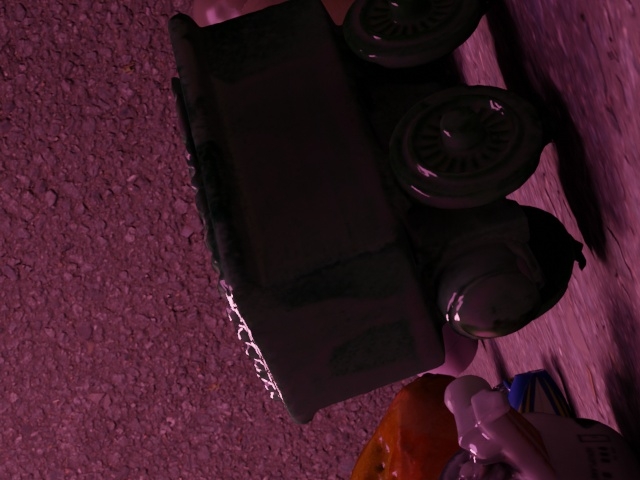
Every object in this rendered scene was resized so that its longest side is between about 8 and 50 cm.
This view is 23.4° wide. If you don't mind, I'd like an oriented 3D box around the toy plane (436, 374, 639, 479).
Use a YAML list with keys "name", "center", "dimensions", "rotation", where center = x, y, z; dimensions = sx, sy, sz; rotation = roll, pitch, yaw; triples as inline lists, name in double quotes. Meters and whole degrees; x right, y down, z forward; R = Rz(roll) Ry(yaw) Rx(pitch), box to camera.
- name: "toy plane"
  center: [0.159, 0.178, 0.927]
  dimensions: [0.245, 0.117, 0.245]
  rotation: [52, -170, -13]

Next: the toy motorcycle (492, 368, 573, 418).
- name: "toy motorcycle"
  center: [0.187, 0.259, 1.236]
  dimensions: [0.169, 0.113, 0.315]
  rotation: [161, 98, -79]

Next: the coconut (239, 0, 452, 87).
- name: "coconut"
  center: [0.006, -0.113, 1.252]
  dimensions: [0.202, 0.202, 0.222]
  rotation: [72, 176, -75]

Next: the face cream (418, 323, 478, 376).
- name: "face cream"
  center: [0.090, 0.055, 1.692]
  dimensions: [0.154, 0.096, 0.274]
  rotation: [51, 179, 39]

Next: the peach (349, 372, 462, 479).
- name: "peach"
  center: [0.131, 0.259, 1.667]
  dimensions: [0.214, 0.214, 0.236]
  rotation: [-169, 78, -89]

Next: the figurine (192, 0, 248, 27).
- name: "figurine"
  center: [-0.052, -0.246, 2.036]
  dimensions: [0.248, 0.203, 0.381]
  rotation: [77, 173, -52]

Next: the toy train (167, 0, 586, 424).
- name: "toy train"
  center: [0.031, -0.042, 0.896]
  dimensions: [0.145, 0.201, 0.266]
  rotation: [69, -176, -47]
